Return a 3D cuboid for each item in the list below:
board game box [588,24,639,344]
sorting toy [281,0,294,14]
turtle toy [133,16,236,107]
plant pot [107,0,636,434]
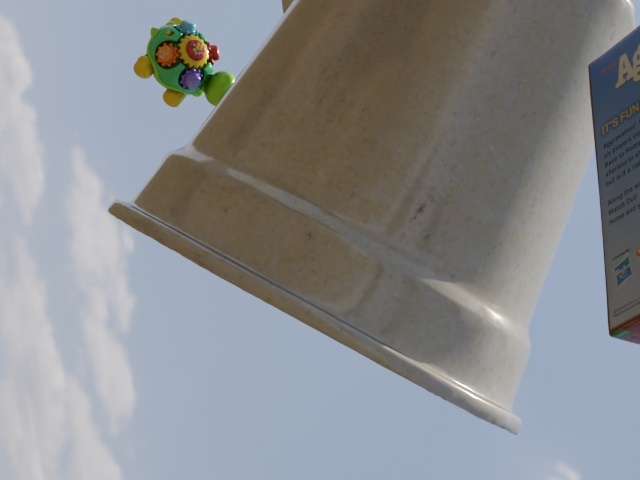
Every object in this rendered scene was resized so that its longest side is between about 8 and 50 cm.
[{"bbox_3d":[0.204,-0.074,0.538,0.281,0.027,0.145,-40,-137,52],"label":"board game box"},{"bbox_3d":[0.050,-0.321,1.619,0.038,0.208,0.193,150,-65,-62],"label":"sorting toy"},{"bbox_3d":[-0.151,-0.206,1.662,0.130,0.095,0.066,44,-33,-20],"label":"turtle toy"},{"bbox_3d":[0.067,-0.073,1.018,0.305,0.333,0.334,-61,-157,-2],"label":"plant pot"}]
